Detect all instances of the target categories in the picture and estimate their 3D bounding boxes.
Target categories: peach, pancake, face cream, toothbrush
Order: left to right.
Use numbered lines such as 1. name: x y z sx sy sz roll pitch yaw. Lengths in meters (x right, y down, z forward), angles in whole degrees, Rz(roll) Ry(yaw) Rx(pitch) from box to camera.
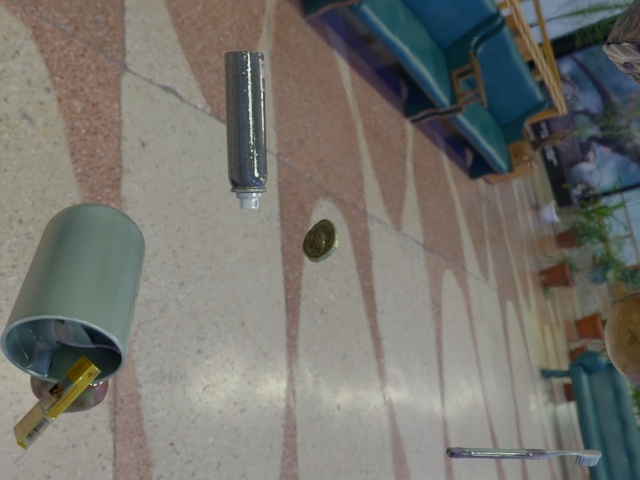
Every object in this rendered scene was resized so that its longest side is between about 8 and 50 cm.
1. peach: -0.501 0.262 1.356 0.152 0.152 0.152 40 42 -49
2. face cream: -0.135 -0.199 1.237 0.073 0.073 0.283 -14 104 -64
3. pancake: 0.000 0.001 1.528 0.017 0.108 0.108 30 49 -42
4. toothbrush: 0.385 0.403 1.260 0.354 0.024 0.029 9 98 -23
5. peach: 0.529 0.147 0.946 0.251 0.251 0.153 9 96 -62

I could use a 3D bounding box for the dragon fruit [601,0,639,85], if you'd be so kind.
1. dragon fruit: 0.534 -0.300 0.887 0.204 0.221 0.283 31 9 -15

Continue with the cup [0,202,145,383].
1. cup: -0.439 0.085 1.256 0.205 0.206 0.312 51 27 -40

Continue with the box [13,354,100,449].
1. box: -0.419 0.253 1.074 0.023 0.087 0.155 48 70 -18
